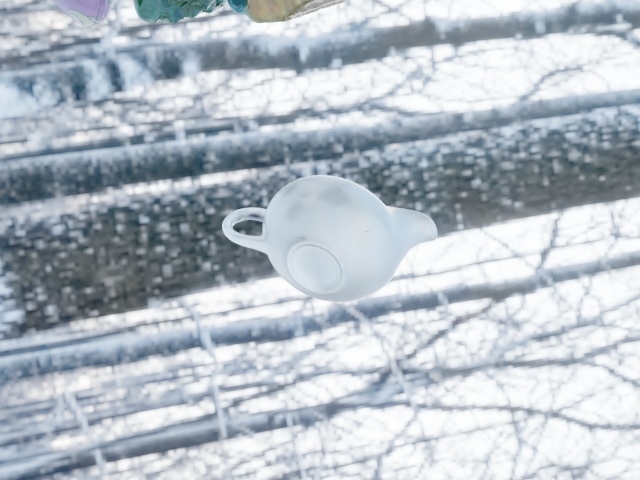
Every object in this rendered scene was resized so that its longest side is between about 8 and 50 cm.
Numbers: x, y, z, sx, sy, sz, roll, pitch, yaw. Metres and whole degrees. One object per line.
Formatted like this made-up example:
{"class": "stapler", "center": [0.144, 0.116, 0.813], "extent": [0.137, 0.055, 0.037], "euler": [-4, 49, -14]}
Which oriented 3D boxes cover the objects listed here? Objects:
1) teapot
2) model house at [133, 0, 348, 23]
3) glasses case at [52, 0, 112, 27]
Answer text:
{"class": "teapot", "center": [0.000, 0.000, 1.290], "extent": [0.092, 0.226, 0.145], "euler": [-56, 151, -50]}
{"class": "model house", "center": [0.009, -0.284, 1.023], "extent": [0.249, 0.281, 0.230], "euler": [28, -47, 41]}
{"class": "glasses case", "center": [-0.437, -0.470, 2.005], "extent": [0.316, 0.076, 0.123], "euler": [47, -39, 18]}
